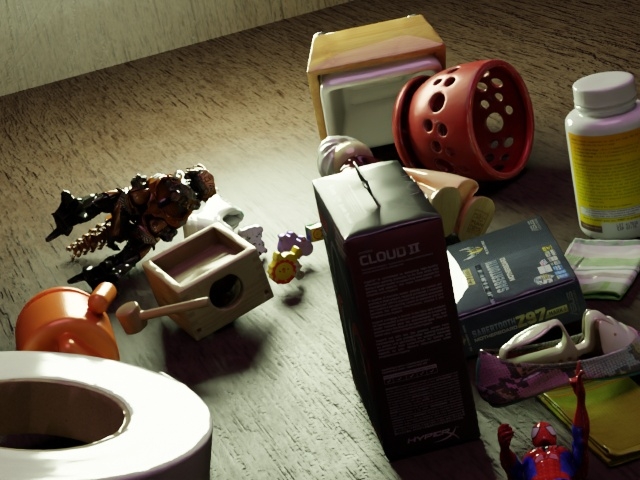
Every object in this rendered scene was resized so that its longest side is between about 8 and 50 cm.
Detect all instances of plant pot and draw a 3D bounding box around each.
[{"bbox_3d":[0.219,-0.184,2.334,0.174,0.191,0.191,-4,21,38],"label":"plant pot"}]

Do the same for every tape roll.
[{"bbox_3d":[-0.309,0.215,1.590,0.392,0.072,0.392,5,14,-1],"label":"tape roll"}]

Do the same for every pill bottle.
[{"bbox_3d":[0.400,-0.116,2.011,0.117,0.215,0.117,-11,21,4],"label":"pill bottle"}]

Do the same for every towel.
[{"bbox_3d":[0.358,0.035,1.912,0.113,0.023,0.152,-1,23,28],"label":"towel"},{"bbox_3d":[0.303,0.172,1.588,0.102,0.021,0.237,-17,21,-10],"label":"towel"}]

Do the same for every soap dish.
[{"bbox_3d":[0.096,-0.266,2.512,0.228,0.118,0.291,-12,-20,0],"label":"soap dish"}]

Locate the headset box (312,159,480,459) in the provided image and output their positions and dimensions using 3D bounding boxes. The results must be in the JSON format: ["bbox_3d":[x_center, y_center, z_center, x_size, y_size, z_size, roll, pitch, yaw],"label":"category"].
[{"bbox_3d":[0.078,0.057,1.626,0.110,0.293,0.218,-14,21,-5],"label":"headset box"}]

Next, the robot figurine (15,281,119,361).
[{"bbox_3d":[-0.324,0.134,1.884,0.128,0.158,0.219,0,17,-16],"label":"robot figurine"}]

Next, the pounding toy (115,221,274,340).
[{"bbox_3d":[-0.173,0.085,1.992,0.206,0.094,0.181,-30,30,-19],"label":"pounding toy"}]

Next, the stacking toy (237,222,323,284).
[{"bbox_3d":[0.000,0.000,2.170,0.221,0.052,0.167,-15,19,-19],"label":"stacking toy"}]

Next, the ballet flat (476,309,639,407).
[{"bbox_3d":[0.273,0.120,1.601,0.221,0.079,0.077,-13,20,-10],"label":"ballet flat"}]

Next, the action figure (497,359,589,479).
[{"bbox_3d":[0.214,0.216,1.372,0.091,0.139,0.280,-8,18,7],"label":"action figure"}]

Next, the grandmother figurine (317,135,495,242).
[{"bbox_3d":[0.112,-0.084,2.199,0.207,0.104,0.342,26,2,-40],"label":"grandmother figurine"}]

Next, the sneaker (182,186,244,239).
[{"bbox_3d":[-0.169,-0.046,2.359,0.094,0.080,0.212,-7,31,1],"label":"sneaker"}]

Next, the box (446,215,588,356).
[{"bbox_3d":[0.221,0.057,1.854,0.183,0.059,0.233,-19,20,5],"label":"box"}]

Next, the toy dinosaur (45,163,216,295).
[{"bbox_3d":[-0.290,-0.020,2.259,0.218,0.164,0.322,-34,-14,-45],"label":"toy dinosaur"}]
